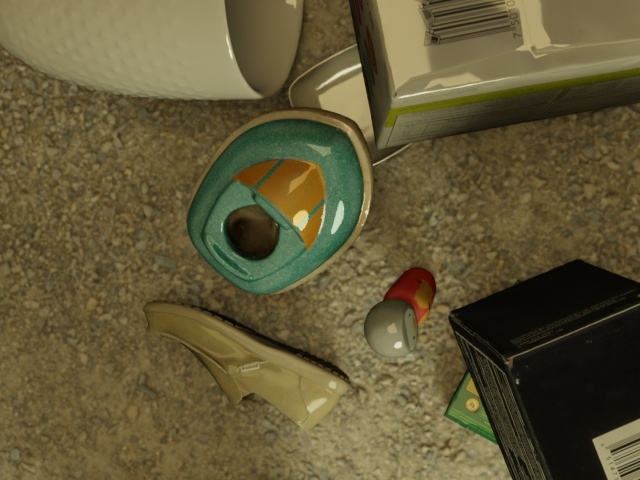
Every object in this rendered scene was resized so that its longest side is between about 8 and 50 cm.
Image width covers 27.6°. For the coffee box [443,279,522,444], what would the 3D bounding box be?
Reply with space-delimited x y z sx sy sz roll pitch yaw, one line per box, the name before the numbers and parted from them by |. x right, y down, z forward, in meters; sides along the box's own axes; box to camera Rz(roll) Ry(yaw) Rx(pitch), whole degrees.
coffee box | 0.237 0.151 1.537 0.113 0.040 0.184 27 95 7

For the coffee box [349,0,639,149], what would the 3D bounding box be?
coffee box | 0.197 -0.307 1.376 0.338 0.334 0.338 -10 86 -1

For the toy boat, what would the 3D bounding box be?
toy boat | 0.000 0.000 1.504 0.318 0.148 0.267 39 123 -1

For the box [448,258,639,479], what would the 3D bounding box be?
box | 0.288 0.195 1.365 0.182 0.294 0.296 -23 98 -4

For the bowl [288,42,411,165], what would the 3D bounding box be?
bowl | 0.048 -0.157 1.569 0.142 0.053 0.142 -28 85 10

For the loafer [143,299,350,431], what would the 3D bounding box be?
loafer | -0.100 0.149 1.568 0.268 0.102 0.092 23 88 9

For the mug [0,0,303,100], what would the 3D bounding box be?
mug | -0.229 -0.307 1.461 0.328 0.374 0.276 3 85 17
